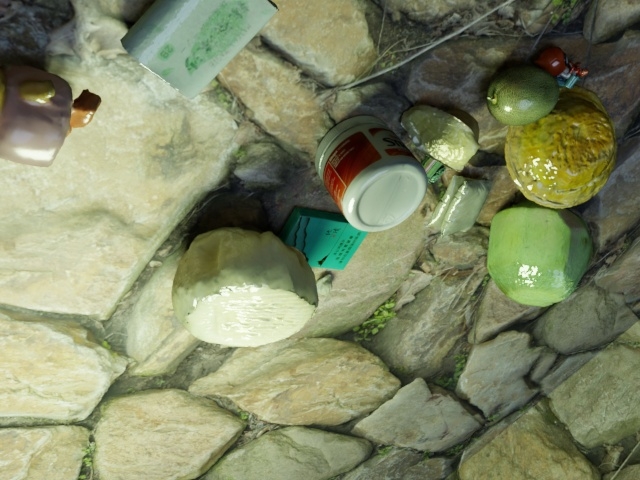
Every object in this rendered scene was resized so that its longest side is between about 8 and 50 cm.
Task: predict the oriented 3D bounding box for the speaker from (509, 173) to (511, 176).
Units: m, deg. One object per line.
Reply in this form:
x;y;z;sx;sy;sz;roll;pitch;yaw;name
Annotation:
0.546;-0.242;1.786;0.046;0.040;0.191;-17;138;-15;speaker

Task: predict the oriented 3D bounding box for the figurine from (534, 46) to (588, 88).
0.566;-0.414;1.606;0.140;0.068;0.075;16;125;-34;figurine

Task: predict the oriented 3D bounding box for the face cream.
0.112;-0.147;1.502;0.201;0.187;0.201;-17;138;-16;face cream

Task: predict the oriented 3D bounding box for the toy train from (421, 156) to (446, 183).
0.297;-0.200;1.678;0.071;0.038;0.148;17;120;-42;toy train

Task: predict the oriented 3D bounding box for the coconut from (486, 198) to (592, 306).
0.616;0.015;1.897;0.281;0.328;0.328;7;146;23;coconut

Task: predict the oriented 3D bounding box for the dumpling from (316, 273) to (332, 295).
0.011;0.118;1.829;0.077;0.043;0.059;19;98;-39;dumpling

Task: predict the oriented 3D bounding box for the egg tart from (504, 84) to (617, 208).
0.610;-0.236;1.653;0.319;0.319;0.128;-24;-176;-9;egg tart

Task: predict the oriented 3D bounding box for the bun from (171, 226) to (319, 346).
-0.175;0.098;1.555;0.360;0.211;0.360;-6;147;-4;bun

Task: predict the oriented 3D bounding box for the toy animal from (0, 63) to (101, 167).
-0.517;-0.218;1.068;0.195;0.169;0.281;-16;151;40;toy animal

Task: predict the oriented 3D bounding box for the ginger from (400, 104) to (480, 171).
0.285;-0.271;1.574;0.193;0.122;0.115;31;136;-11;ginger

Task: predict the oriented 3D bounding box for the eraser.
-0.204;-0.371;1.161;0.227;0.081;0.174;-43;139;13;eraser

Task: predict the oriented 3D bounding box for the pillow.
0.379;-0.098;1.806;0.134;0.078;0.181;-3;130;-33;pillow

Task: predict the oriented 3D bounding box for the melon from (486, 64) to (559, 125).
0.464;-0.336;1.564;0.192;0.139;0.139;-12;137;-23;melon

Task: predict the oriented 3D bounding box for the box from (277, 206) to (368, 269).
0.000;0.000;1.696;0.226;0.042;0.161;8;127;-36;box
